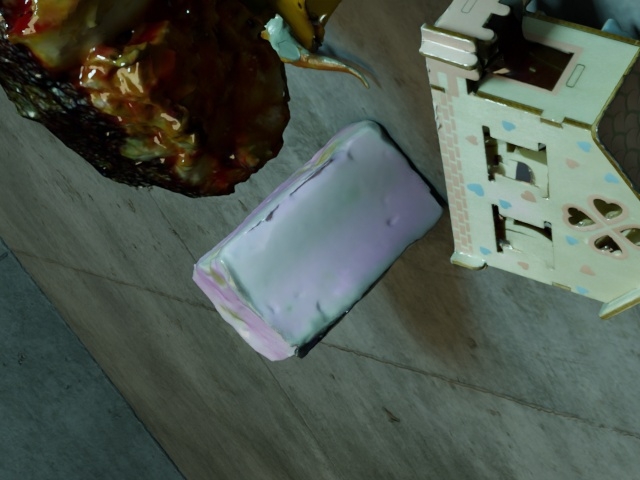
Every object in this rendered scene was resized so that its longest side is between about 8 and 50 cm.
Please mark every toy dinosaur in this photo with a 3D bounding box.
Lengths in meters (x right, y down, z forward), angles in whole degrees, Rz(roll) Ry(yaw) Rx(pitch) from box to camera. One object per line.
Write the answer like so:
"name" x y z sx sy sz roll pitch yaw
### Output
"toy dinosaur" -0.046 -0.220 1.389 0.212 0.057 0.142 48 168 -2

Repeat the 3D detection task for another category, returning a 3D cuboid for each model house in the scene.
"model house" 0.235 -0.080 1.043 0.244 0.169 0.326 23 150 27

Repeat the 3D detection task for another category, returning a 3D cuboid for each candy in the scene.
"candy" 0.000 0.000 1.405 0.155 0.265 0.116 48 160 -6

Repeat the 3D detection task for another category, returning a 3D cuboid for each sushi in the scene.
"sushi" -0.159 -0.178 0.966 0.182 0.196 0.343 -1 149 36

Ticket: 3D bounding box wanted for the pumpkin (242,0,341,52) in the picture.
"pumpkin" -0.065 -0.310 1.058 0.303 0.225 0.256 9 145 48
